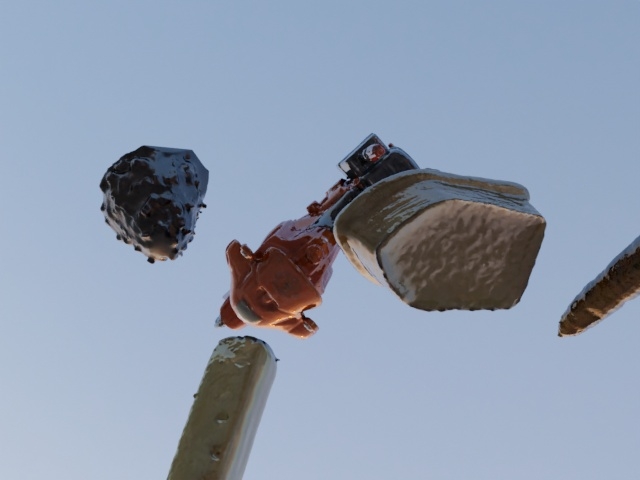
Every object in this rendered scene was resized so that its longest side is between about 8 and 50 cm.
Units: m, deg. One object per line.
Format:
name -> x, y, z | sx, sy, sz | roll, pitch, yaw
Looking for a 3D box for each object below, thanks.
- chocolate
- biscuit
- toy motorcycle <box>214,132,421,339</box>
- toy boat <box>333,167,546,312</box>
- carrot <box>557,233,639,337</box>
chocolate -> -0.205, -0.029, 1.545 | 0.156, 0.156, 0.133 | -65, -145, 27
biscuit -> -0.085, 0.170, 1.014 | 0.056, 0.188, 0.052 | 7, -33, 18
toy motorcycle -> 0.000, 0.000, 1.444 | 0.325, 0.221, 0.148 | -42, -82, -9
toy boat -> 0.104, 0.002, 1.030 | 0.061, 0.188, 0.116 | 49, -51, 53
carrot -> 0.391, 0.013, 1.396 | 0.314, 0.066, 0.066 | -44, -100, 24
